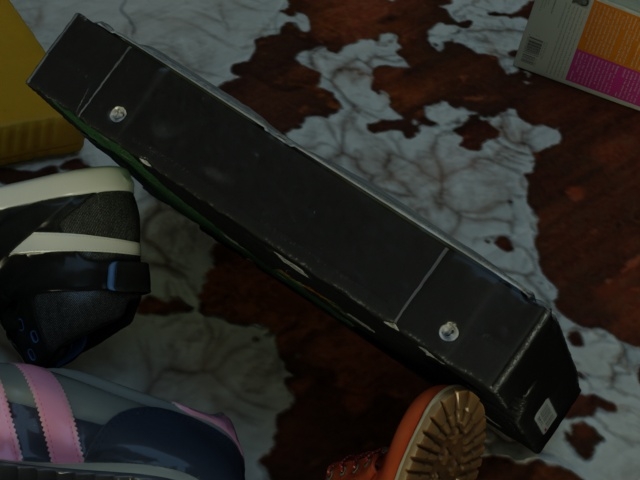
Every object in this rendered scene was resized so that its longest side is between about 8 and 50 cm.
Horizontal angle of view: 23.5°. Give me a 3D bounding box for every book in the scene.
[{"bbox_3d":[0.243,-0.164,1.291,0.144,0.096,0.035,22,42,7],"label":"book"}]

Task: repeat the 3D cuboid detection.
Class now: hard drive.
[{"bbox_3d":[0.000,0.000,0.950,0.339,0.237,0.064,32,84,21],"label":"hard drive"}]

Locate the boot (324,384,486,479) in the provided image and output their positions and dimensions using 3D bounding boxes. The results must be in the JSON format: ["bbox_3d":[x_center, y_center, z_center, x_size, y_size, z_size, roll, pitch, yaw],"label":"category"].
[{"bbox_3d":[0.036,0.134,0.862,0.059,0.158,0.084,-1,33,-40],"label":"boot"}]

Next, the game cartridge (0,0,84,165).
[{"bbox_3d":[-0.375,-0.132,1.122,0.324,0.052,0.285,-13,48,-31],"label":"game cartridge"}]

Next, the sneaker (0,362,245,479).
[{"bbox_3d":[-0.196,0.113,0.874,0.319,0.112,0.131,18,25,0],"label":"sneaker"}]

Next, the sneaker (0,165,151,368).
[{"bbox_3d":[-0.214,0.033,0.960,0.217,0.079,0.121,-13,81,4],"label":"sneaker"}]
